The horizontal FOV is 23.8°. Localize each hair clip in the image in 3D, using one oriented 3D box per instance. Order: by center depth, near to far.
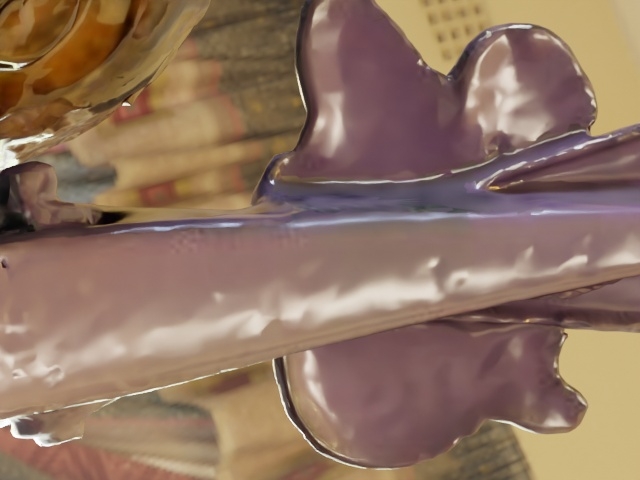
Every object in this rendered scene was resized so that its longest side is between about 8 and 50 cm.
[{"bbox_3d":[-0.008,0.001,0.410,0.090,0.278,0.137,176,-93,-70],"label":"hair clip"}]

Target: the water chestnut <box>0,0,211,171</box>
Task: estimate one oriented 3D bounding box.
[{"bbox_3d":[-0.130,-0.163,0.446,0.244,0.289,0.289,11,-55,8],"label":"water chestnut"}]
